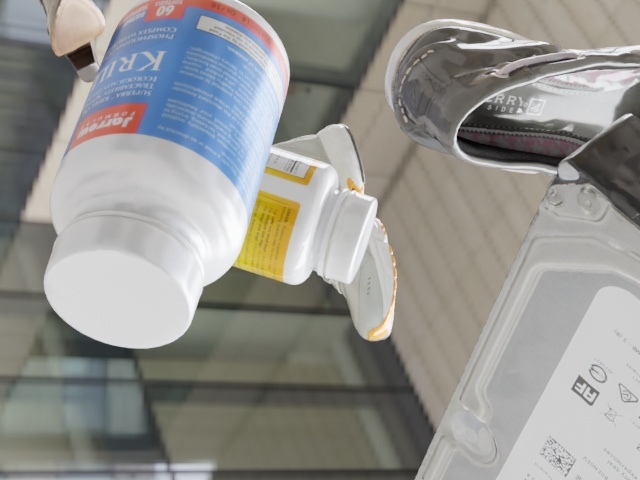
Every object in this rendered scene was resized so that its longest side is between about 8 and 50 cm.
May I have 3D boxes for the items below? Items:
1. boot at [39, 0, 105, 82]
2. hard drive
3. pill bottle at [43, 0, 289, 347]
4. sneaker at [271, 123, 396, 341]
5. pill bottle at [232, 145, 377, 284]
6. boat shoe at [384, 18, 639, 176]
[{"bbox_3d":[-0.189,-0.173,1.175,0.118,0.042,0.087,91,-24,-61],"label":"boot"},{"bbox_3d":[0.173,0.127,0.816,0.237,0.064,0.339,43,-34,19],"label":"hard drive"},{"bbox_3d":[-0.098,-0.046,1.009,0.124,0.124,0.221,-49,-160,45],"label":"pill bottle"},{"bbox_3d":[0.000,0.000,1.665,0.099,0.121,0.262,93,-17,-53],"label":"sneaker"},{"bbox_3d":[-0.062,-0.031,1.477,0.117,0.215,0.117,18,90,-83],"label":"pill bottle"},{"bbox_3d":[0.205,-0.078,1.057,0.095,0.335,0.112,-121,-141,-55],"label":"boat shoe"}]
